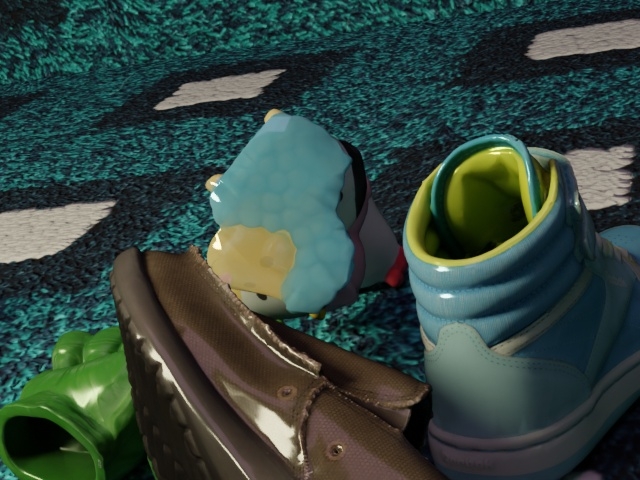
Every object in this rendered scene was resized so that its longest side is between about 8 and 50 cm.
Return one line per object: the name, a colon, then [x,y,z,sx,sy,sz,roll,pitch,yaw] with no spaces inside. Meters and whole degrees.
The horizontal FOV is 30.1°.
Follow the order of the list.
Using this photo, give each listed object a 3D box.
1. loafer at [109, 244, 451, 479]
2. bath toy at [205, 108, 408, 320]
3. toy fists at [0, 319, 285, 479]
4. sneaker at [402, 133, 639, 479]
loafer: [-0.001,0.120,0.638,0.130,0.133,0.366,-22,46,-23]
bath toy: [0.000,0.000,0.962,0.151,0.129,0.348,-50,-8,4]
toy fists: [-0.097,0.114,0.845,0.279,0.096,0.142,-1,21,33]
sneaker: [0.167,0.006,0.812,0.127,0.208,0.319,-1,22,34]
